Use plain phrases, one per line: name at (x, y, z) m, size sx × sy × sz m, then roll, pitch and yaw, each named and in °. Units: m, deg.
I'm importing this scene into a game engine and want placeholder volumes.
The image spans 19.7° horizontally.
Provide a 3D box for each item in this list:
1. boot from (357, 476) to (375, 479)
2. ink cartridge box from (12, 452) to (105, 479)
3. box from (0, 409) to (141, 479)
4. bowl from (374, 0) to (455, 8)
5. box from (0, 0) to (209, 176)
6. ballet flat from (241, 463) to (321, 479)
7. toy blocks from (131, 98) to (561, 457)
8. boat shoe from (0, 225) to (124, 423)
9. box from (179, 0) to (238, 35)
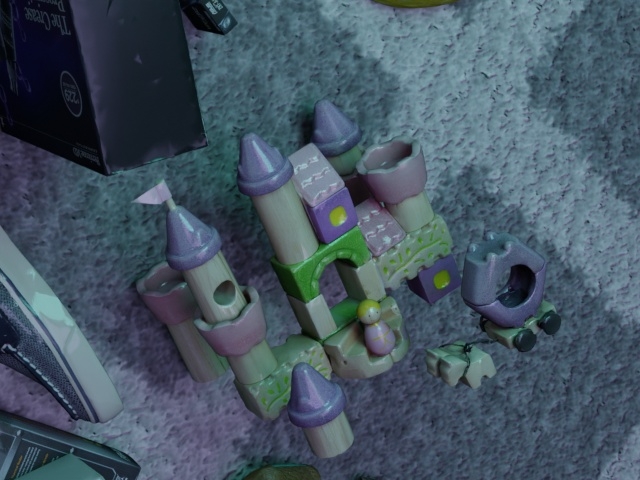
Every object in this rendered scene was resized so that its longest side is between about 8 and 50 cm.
boot at (0.045, 0.311, 1.954) m, size 0.087 × 0.042 × 0.118 m, roll 36°, pitch 82°, yaw -24°
ink cartridge box at (-0.279, 0.308, 1.677) m, size 0.203 × 0.086 × 0.148 m, roll -24°, pitch 112°, yaw -23°
box at (-0.299, 0.286, 1.745) m, size 0.183 × 0.056 × 0.231 m, roll 23°, pitch 90°, yaw -30°
bowl at (0.132, -0.364, 1.783) m, size 0.289 × 0.156 × 0.289 m, roll -7°, pitch 104°, yaw -28°
box at (-0.207, -0.172, 1.575) m, size 0.103 × 0.261 × 0.184 m, roll -21°, pitch 110°, yaw -24°
ballet flat at (-0.012, 0.385, 1.910) m, size 0.124 × 0.116 × 0.342 m, roll -23°, pitch 109°, yaw -43°
toy blocks at (0.000, 0.000, 1.699) m, size 0.289 × 0.309 × 0.260 m, roll -33°, pitch 121°, yaw -19°
boat shoe at (-0.329, 0.063, 1.653) m, size 0.158 × 0.127 × 0.340 m, roll -37°, pitch 108°, yaw -10°
box at (-0.120, -0.231, 1.723) m, size 0.018 × 0.067 × 0.083 m, roll -45°, pitch 119°, yaw -13°
